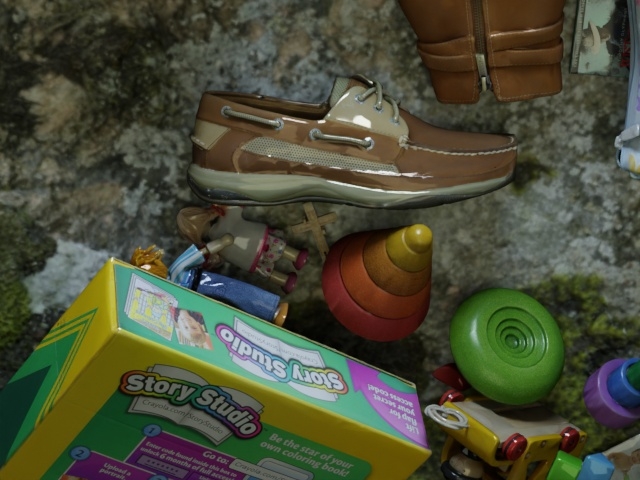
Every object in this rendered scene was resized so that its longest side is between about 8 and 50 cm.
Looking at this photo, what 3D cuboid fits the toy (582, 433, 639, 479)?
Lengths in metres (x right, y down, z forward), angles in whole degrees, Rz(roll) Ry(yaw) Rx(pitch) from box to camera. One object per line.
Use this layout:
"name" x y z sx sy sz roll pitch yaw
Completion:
"toy" 0.386 0.260 2.003 0.237 0.056 0.137 -25 108 6

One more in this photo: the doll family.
"doll family" -0.128 0.080 1.899 0.163 0.118 0.263 23 105 -8

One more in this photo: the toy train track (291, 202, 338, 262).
"toy train track" 0.000 0.000 1.933 0.048 0.014 0.083 -19 107 4

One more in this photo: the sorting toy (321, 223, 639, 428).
"sorting toy" 0.186 0.073 1.879 0.365 0.127 0.126 26 147 -8

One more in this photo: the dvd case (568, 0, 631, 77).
"dvd case" 0.310 -0.203 1.880 0.119 0.013 0.087 5 107 -3

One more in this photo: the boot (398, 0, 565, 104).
"boot" 0.206 -0.235 1.790 0.283 0.109 0.220 -5 116 20

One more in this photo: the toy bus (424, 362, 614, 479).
"toy bus" 0.175 0.216 1.912 0.202 0.191 0.104 19 106 -8

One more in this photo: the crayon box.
"crayon box" -0.131 0.209 1.850 0.363 0.106 0.313 24 122 -29

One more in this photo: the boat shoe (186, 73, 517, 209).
"boat shoe" 0.031 -0.099 1.850 0.324 0.122 0.120 -1 104 -2

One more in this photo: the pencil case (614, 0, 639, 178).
"pencil case" 0.347 -0.190 1.820 0.124 0.113 0.273 3 108 13
